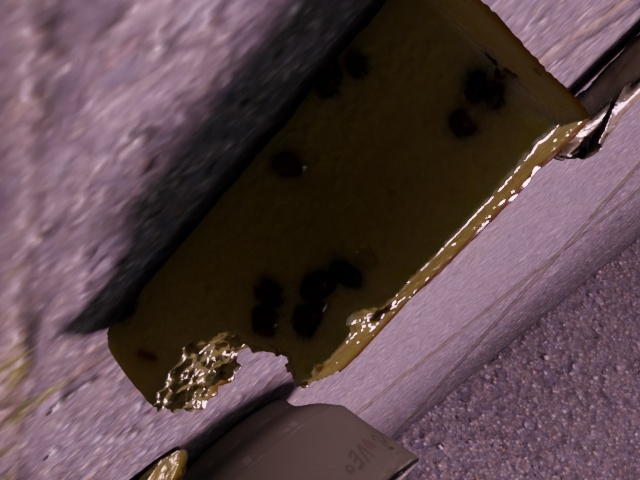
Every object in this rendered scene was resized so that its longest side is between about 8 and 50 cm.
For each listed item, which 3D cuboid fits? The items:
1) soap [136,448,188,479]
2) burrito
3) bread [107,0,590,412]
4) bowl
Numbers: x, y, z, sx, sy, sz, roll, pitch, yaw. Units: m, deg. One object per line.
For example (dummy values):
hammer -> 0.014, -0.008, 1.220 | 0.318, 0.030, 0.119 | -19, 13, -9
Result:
soap -> -0.156, 0.223, 0.962 | 0.168, 0.033, 0.089 | -48, 169, 25
burrito -> 0.214, -0.111, 0.902 | 0.171, 0.042, 0.051 | -49, 165, 20
bread -> 0.000, 0.000, 0.524 | 0.226, 0.088, 0.049 | -49, 168, 27
bowl -> -0.041, 0.223, 1.097 | 0.238, 0.126, 0.238 | -39, 167, -10
